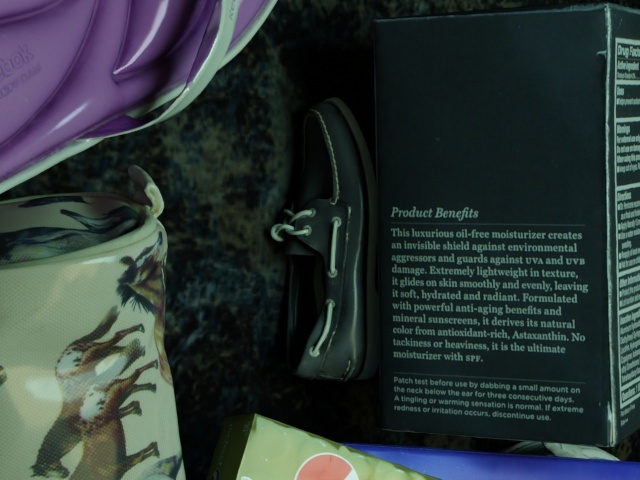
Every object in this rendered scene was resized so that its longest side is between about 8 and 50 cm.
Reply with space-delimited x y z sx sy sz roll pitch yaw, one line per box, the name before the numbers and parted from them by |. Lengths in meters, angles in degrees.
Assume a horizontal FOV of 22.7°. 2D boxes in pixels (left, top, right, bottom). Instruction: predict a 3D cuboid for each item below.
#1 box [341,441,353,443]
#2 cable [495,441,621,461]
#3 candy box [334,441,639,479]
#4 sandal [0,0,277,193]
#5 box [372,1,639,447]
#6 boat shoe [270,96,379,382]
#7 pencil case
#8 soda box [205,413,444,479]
box | 0.048 0.252 1.224 0.109 0.042 0.178 20 77 -44
cable | 0.196 0.297 1.350 0.257 0.089 0.257 24 76 -45
candy box | 0.098 0.285 1.138 0.317 0.122 0.268 8 80 -24
sandal | -0.115 -0.146 0.992 0.416 0.102 0.169 -48 124 -34
box | 0.173 -0.022 1.196 0.296 0.183 0.294 -10 100 -64
boat shoe | 0.000 0.000 1.142 0.065 0.075 0.206 -4 89 -22
pencil case | -0.142 0.170 0.936 0.184 0.160 0.410 -13 102 -31
soda box | 0.020 0.168 1.017 0.181 0.058 0.061 22 73 -19
